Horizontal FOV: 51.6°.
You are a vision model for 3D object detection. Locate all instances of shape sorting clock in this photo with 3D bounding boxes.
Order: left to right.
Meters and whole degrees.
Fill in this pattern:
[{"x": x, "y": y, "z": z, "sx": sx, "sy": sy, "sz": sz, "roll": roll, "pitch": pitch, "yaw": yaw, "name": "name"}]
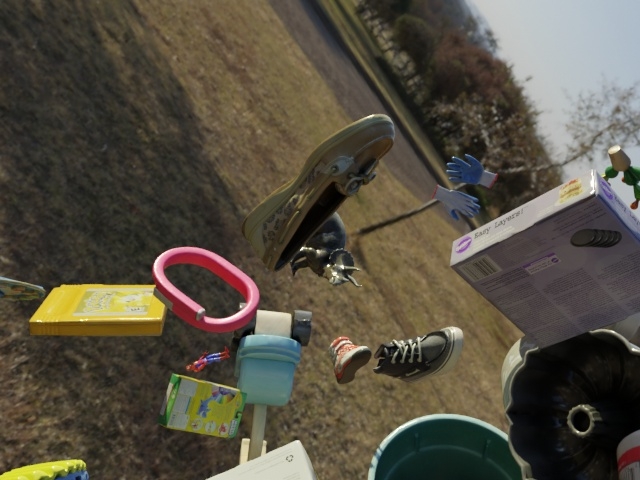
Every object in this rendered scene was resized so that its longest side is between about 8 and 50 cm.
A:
[{"x": -0.715, "y": 0.108, "z": 1.455, "sx": 0.206, "sy": 0.206, "sz": 0.040, "roll": 30, "pitch": 61, "yaw": -59, "name": "shape sorting clock"}]

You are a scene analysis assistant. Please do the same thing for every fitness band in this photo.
[{"x": -0.288, "y": 0.115, "z": 1.651, "sx": 0.290, "sy": 0.054, "sz": 0.209, "roll": 34, "pitch": 39, "yaw": 22, "name": "fitness band"}]

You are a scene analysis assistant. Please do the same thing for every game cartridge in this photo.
[{"x": -0.579, "y": 0.181, "z": 1.785, "sx": 0.285, "sy": 0.323, "sz": 0.053, "roll": -119, "pitch": -147, "yaw": -73, "name": "game cartridge"}]

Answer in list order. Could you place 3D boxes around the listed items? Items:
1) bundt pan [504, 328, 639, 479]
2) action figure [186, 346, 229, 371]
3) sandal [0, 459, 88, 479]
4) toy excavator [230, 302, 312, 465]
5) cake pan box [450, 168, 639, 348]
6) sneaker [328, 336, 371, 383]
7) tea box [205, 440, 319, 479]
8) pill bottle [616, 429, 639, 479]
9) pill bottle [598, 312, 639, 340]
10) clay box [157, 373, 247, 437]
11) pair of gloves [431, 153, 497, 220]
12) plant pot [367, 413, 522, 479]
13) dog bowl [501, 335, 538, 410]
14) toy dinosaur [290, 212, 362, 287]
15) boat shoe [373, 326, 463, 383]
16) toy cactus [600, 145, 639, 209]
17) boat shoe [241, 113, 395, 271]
[{"x": 0.492, "y": 0.319, "z": 1.160, "sx": 0.124, "sy": 0.331, "sz": 0.331, "roll": 12, "pitch": 44, "yaw": -32, "name": "bundt pan"}, {"x": -0.293, "y": 0.309, "z": 1.708, "sx": 0.030, "sy": 0.115, "sz": 0.038, "roll": 64, "pitch": 0, "yaw": -33, "name": "action figure"}, {"x": -0.522, "y": 0.474, "z": 1.153, "sx": 0.317, "sy": 0.126, "sz": 0.138, "roll": 3, "pitch": 74, "yaw": -72, "name": "sandal"}, {"x": -0.181, "y": 0.464, "z": 2.003, "sx": 0.433, "sy": 0.222, "sz": 0.446, "roll": 112, "pitch": -15, "yaw": -60, "name": "toy excavator"}, {"x": 0.371, "y": 0.044, "z": 1.018, "sx": 0.245, "sy": 0.266, "sz": 0.070, "roll": 40, "pitch": 42, "yaw": -19, "name": "cake pan box"}, {"x": 0.098, "y": 0.403, "z": 2.389, "sx": 0.270, "sy": 0.090, "sz": 0.145, "roll": 113, "pitch": -35, "yaw": -54, "name": "sneaker"}, {"x": -0.125, "y": 0.664, "z": 1.429, "sx": 0.220, "sy": 0.328, "sz": 0.324, "roll": -118, "pitch": -172, "yaw": -55, "name": "tea box"}, {"x": 0.462, "y": 0.400, "z": 0.790, "sx": 0.176, "sy": 0.176, "sz": 0.319, "roll": 47, "pitch": 41, "yaw": -37, "name": "pill bottle"}, {"x": 0.622, "y": 0.121, "z": 1.604, "sx": 0.301, "sy": 0.169, "sz": 0.169, "roll": 25, "pitch": 7, "yaw": 18, "name": "pill bottle"}, {"x": -0.298, "y": 0.429, "z": 1.703, "sx": 0.222, "sy": 0.053, "sz": 0.128, "roll": 27, "pitch": 75, "yaw": -42, "name": "clay box"}, {"x": 0.436, "y": -0.158, "z": 2.023, "sx": 0.159, "sy": 0.198, "sz": 0.023, "roll": 23, "pitch": 19, "yaw": -4, "name": "pair of gloves"}, {"x": 0.268, "y": 0.609, "z": 1.389, "sx": 0.341, "sy": 0.340, "sz": 0.334, "roll": -97, "pitch": -177, "yaw": -53, "name": "plant pot"}, {"x": 0.602, "y": 0.377, "z": 1.590, "sx": 0.349, "sy": 0.348, "sz": 0.102, "roll": 60, "pitch": 29, "yaw": 1, "name": "dog bowl"}, {"x": 0.000, "y": 0.000, "z": 1.573, "sx": 0.121, "sy": 0.160, "sz": 0.314, "roll": 82, "pitch": 0, "yaw": -57, "name": "toy dinosaur"}, {"x": 0.278, "y": 0.340, "z": 1.968, "sx": 0.158, "sy": 0.340, "sz": 0.127, "roll": 14, "pitch": 56, "yaw": -14, "name": "boat shoe"}, {"x": 0.852, "y": -0.183, "z": 1.860, "sx": 0.180, "sy": 0.112, "sz": 0.219, "roll": 48, "pitch": -2, "yaw": -25, "name": "toy cactus"}, {"x": 0.009, "y": -0.069, "z": 0.986, "sx": 0.089, "sy": 0.285, "sz": 0.104, "roll": 56, "pitch": 20, "yaw": 24, "name": "boat shoe"}]
